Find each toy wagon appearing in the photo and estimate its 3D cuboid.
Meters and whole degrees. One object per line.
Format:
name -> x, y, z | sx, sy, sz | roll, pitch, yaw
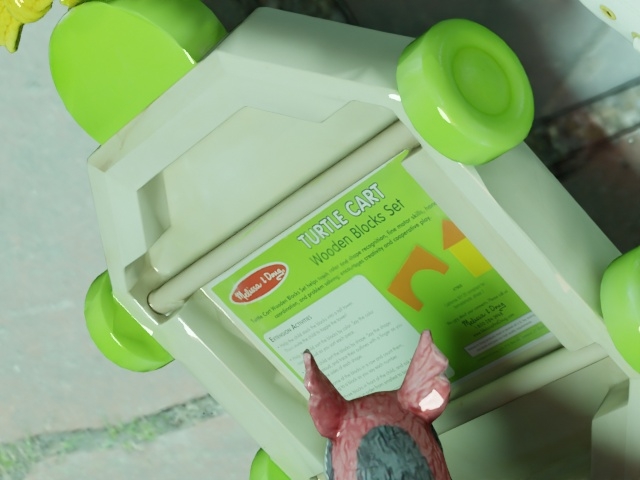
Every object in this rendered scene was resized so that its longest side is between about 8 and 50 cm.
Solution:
toy wagon -> 0.000, 0.000, 0.707 | 0.344, 0.068, 0.267 | 47, 136, -9

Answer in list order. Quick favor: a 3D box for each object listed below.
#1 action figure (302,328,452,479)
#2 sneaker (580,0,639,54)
action figure -> 0.050, 0.219, 0.631 | 0.248, 0.276, 0.370 | -17, 97, 27
sneaker -> 0.175, -0.060, 0.627 | 0.169, 0.108, 0.292 | 39, 152, 32
